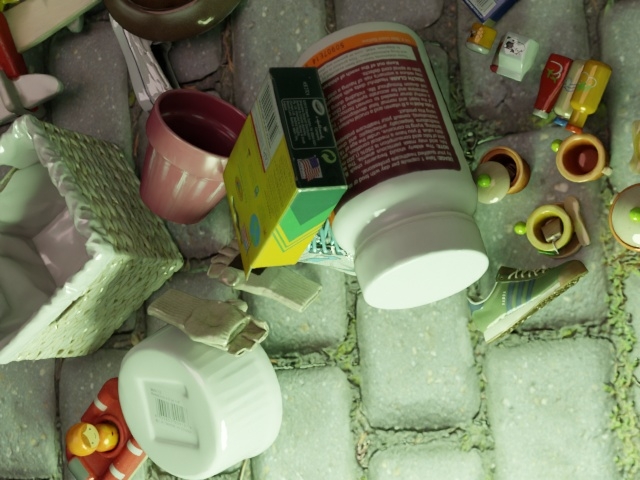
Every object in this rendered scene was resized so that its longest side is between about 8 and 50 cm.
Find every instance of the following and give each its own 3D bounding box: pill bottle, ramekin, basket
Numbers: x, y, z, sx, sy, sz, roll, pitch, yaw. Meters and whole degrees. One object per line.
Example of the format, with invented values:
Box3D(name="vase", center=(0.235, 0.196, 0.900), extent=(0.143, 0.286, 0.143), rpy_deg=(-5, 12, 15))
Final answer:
Box3D(name="pill bottle", center=(0.103, -0.111, 1.667), extent=(0.224, 0.224, 0.392), rpy_deg=(-29, 62, 26))
Box3D(name="ramekin", center=(-0.210, 0.262, 1.851), extent=(0.277, 0.135, 0.277), rpy_deg=(17, 119, 35))
Box3D(name="basket", center=(-0.478, 0.008, 2.018), extent=(0.328, 0.266, 0.331), rpy_deg=(-43, 65, 21))

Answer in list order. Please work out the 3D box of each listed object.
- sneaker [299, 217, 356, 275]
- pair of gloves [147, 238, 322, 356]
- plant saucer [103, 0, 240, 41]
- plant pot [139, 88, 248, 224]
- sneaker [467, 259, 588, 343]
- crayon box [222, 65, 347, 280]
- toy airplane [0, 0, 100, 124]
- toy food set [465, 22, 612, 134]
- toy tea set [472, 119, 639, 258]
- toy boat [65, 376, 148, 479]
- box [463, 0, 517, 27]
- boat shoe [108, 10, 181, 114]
Box3D(name="sneaker", center=(0.000, 0.000, 1.809), extent=(0.283, 0.122, 0.110), rpy_deg=(0, 86, 31))
Box3D(name="pair of gloves", center=(-0.141, 0.091, 1.832), extent=(0.204, 0.240, 0.042), rpy_deg=(26, 134, 30))
Box3D(name="plant saucer", center=(-0.270, -0.513, 2.012), extent=(0.311, 0.050, 0.310), rpy_deg=(-4, 76, 16))
Box3D(name="plant pot", center=(-0.224, -0.135, 1.930), extent=(0.201, 0.201, 0.180), rpy_deg=(47, 125, 26))
Box3D(name="sneaker", center=(0.298, 0.069, 1.654), extent=(0.192, 0.064, 0.086), rpy_deg=(-41, 71, 25))
Box3D(name="crayon box", center=(-0.063, -0.093, 1.677), extent=(0.318, 0.081, 0.202), rpy_deg=(126, 135, -59))
Box3D(name="toy airplane", center=(-0.643, -0.412, 2.192), extent=(0.386, 0.272, 0.384), rpy_deg=(17, 108, -5))
Box3D(name="toy food set", center=(0.315, -0.236, 1.644), extent=(0.232, 0.111, 0.104), rpy_deg=(25, 98, 28))
Box3D(name="toy tea set", center=(0.370, -0.072, 1.588), extent=(0.336, 0.124, 0.200), rpy_deg=(-7, 82, 31))
Box3D(name="toy boat", center=(-0.395, 0.353, 2.002), extent=(0.151, 0.151, 0.231), rpy_deg=(45, 108, 26))
Box3D(name="box", center=(0.298, -0.458, 1.719), extent=(0.225, 0.036, 0.136), rpy_deg=(-45, 65, 22))
Box3D(name="boat shoe", center=(-0.317, -0.360, 2.065), extent=(0.084, 0.095, 0.258), rpy_deg=(-23, 81, 18))
